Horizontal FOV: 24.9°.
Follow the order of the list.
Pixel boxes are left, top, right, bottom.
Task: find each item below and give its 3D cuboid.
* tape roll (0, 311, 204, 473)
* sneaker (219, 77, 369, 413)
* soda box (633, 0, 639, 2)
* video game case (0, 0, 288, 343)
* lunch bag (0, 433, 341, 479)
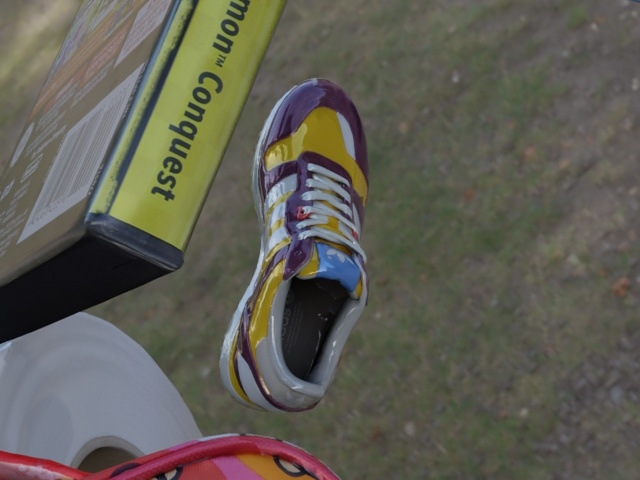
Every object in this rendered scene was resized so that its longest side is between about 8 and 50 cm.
[{"bbox_3d":[-0.130,0.183,0.725,0.100,0.286,0.286,-19,39,15],"label":"tape roll"},{"bbox_3d":[0.000,0.000,0.761,0.084,0.070,0.185,-14,65,64],"label":"sneaker"},{"bbox_3d":[0.295,-0.190,1.006,0.210,0.067,0.071,-141,60,-71],"label":"soda box"},{"bbox_3d":[-0.067,-0.085,0.578,0.275,0.035,0.248,-21,46,64],"label":"video game case"},{"bbox_3d":[-0.094,0.185,0.426,0.293,0.258,0.120,-19,-19,-26],"label":"lunch bag"}]
